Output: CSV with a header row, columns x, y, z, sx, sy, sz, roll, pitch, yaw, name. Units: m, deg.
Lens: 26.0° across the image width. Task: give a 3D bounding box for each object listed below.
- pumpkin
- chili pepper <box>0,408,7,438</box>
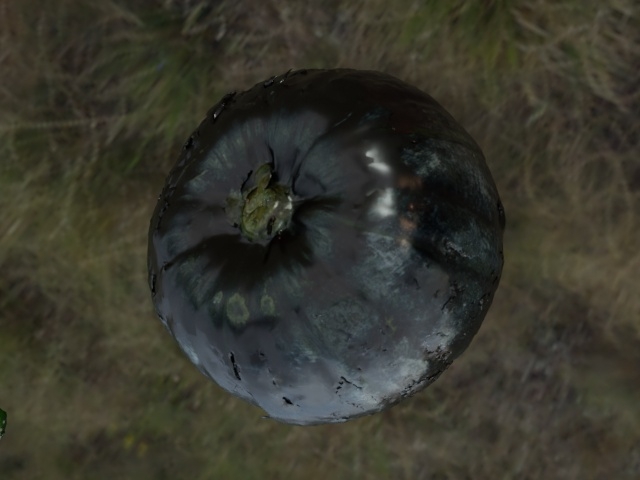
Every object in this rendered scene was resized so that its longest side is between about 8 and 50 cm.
x,y,z,sx,sy,sz,roll,pitch,yaw,name
0.000,0.000,0.871,0.233,0.233,0.163,4,163,35,pumpkin
-0.231,0.025,0.758,0.122,0.279,0.065,-34,137,11,chili pepper
